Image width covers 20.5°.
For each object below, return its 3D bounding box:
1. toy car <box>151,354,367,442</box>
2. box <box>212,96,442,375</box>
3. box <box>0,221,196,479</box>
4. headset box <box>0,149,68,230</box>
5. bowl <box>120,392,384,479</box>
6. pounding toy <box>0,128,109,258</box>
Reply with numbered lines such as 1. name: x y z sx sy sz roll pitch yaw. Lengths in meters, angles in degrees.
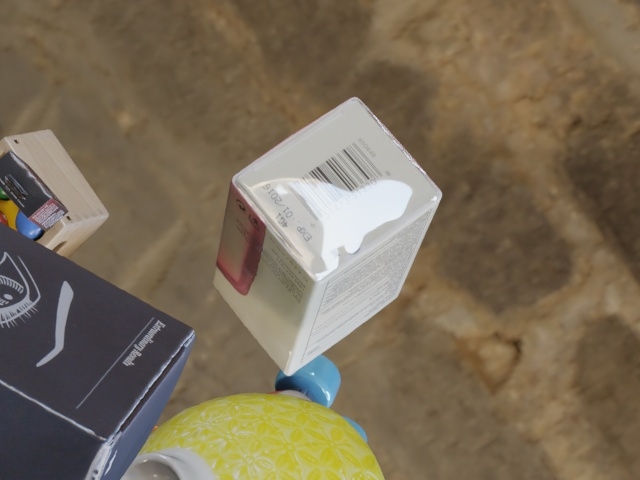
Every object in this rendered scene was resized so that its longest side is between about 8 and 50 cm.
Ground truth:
1. toy car: -0.100 0.263 2.045 0.238 0.219 0.210 -1 -48 26
2. box: 0.000 0.000 1.620 0.127 0.148 0.232 50 -22 14
3. box: -0.190 0.065 0.898 0.207 0.153 0.108 30 -69 3
4. headset box: -0.272 -0.046 1.643 0.062 0.032 0.083 48 -2 8
5. bowl: -0.100 0.251 1.474 0.289 0.156 0.289 -19 -120 35
6. pounding toy: -0.331 0.013 2.016 0.181 0.094 0.206 -43 -103 30
